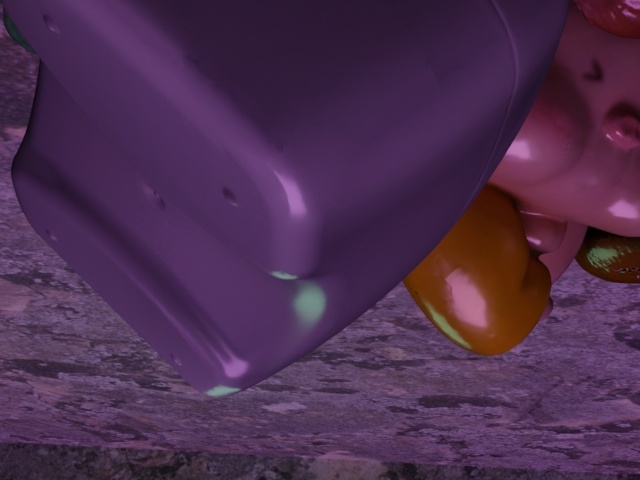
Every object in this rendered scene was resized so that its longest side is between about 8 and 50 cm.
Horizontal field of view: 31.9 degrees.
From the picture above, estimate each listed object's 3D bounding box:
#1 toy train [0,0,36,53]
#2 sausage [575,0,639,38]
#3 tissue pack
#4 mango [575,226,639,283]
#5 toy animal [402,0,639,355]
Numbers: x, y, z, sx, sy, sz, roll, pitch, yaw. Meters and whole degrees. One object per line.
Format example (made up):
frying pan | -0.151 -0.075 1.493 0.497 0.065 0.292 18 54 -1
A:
toy train | -0.205 -0.206 0.671 0.266 0.145 0.202 3 156 2
sausage | 0.239 -0.170 0.704 0.194 0.077 0.077 -18 172 -32
tissue pack | -0.018 -0.081 0.587 0.229 0.236 0.333 45 155 7
mango | 0.346 -0.012 1.053 0.151 0.156 0.248 -25 -178 -39
toy animal | 0.174 -0.064 0.821 0.246 0.278 0.345 -23 145 25
